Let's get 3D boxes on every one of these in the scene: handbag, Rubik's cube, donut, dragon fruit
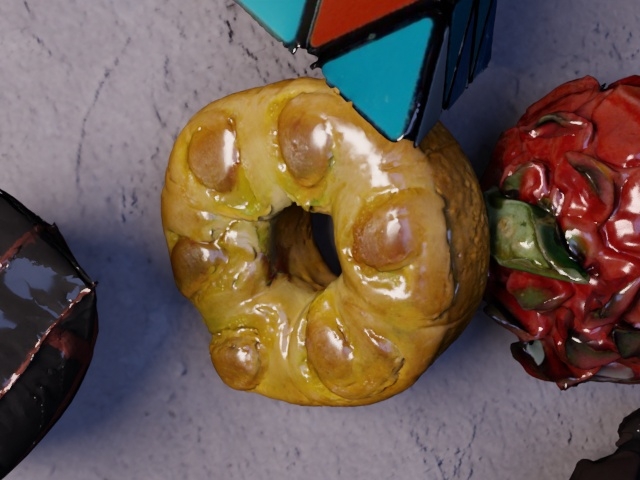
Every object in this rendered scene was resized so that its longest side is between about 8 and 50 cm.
[{"bbox_3d":[-0.215,0.056,0.684,0.155,0.215,0.169,43,78,-7],"label":"handbag"},{"bbox_3d":[-0.003,-0.221,0.728,0.234,0.284,0.250,15,117,13],"label":"Rubik's cube"},{"bbox_3d":[0.002,0.001,0.755,0.114,0.227,0.226,-23,104,-55],"label":"donut"},{"bbox_3d":[0.235,0.000,0.831,0.293,0.234,0.233,14,90,-32],"label":"dragon fruit"}]

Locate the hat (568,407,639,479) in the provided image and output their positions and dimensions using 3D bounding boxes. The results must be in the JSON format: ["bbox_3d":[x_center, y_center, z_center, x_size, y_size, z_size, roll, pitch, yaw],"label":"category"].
[{"bbox_3d":[0.271,0.310,0.841,0.238,0.336,0.209,6,127,-44],"label":"hat"}]
